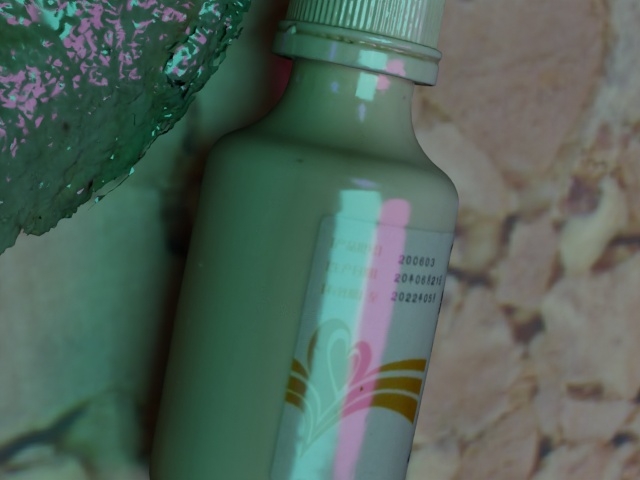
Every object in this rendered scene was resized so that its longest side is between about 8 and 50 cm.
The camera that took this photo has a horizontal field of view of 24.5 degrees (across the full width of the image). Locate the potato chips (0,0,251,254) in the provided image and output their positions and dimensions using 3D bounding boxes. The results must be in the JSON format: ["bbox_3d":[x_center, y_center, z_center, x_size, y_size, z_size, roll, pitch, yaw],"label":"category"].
[{"bbox_3d":[-0.101,-0.117,0.593,0.167,0.059,0.228,-16,108,-28],"label":"potato chips"}]

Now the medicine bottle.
[{"bbox_3d":[0.000,0.000,0.641,0.114,0.114,0.252,8,95,-29],"label":"medicine bottle"}]
